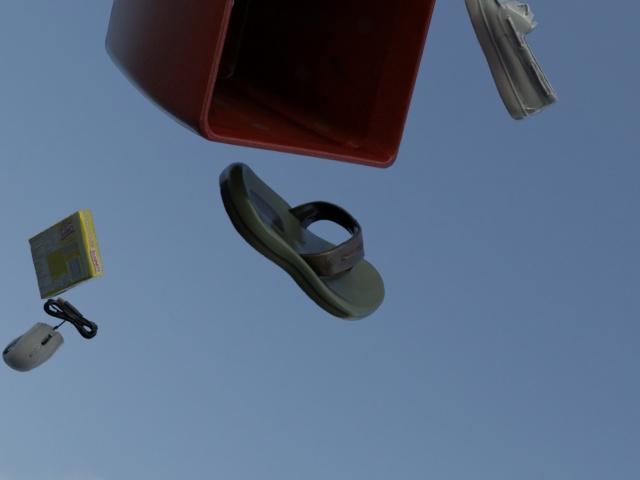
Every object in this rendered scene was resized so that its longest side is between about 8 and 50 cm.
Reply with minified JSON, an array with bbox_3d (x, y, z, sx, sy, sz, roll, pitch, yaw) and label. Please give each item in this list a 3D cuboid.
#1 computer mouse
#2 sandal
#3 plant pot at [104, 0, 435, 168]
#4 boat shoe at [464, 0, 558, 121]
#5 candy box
[{"bbox_3d":[-0.507,0.188,1.827,0.193,0.042,0.106,-39,-66,18],"label":"computer mouse"},{"bbox_3d":[0.000,0.001,1.147,0.086,0.120,0.303,-34,-40,14],"label":"sandal"},{"bbox_3d":[-0.063,-0.237,1.001,0.235,0.267,0.267,21,-79,42],"label":"plant pot"},{"bbox_3d":[0.200,-0.220,1.063,0.063,0.066,0.184,-21,-87,18],"label":"boat shoe"},{"bbox_3d":[-0.404,0.025,1.577,0.206,0.027,0.105,-19,-99,51],"label":"candy box"}]
